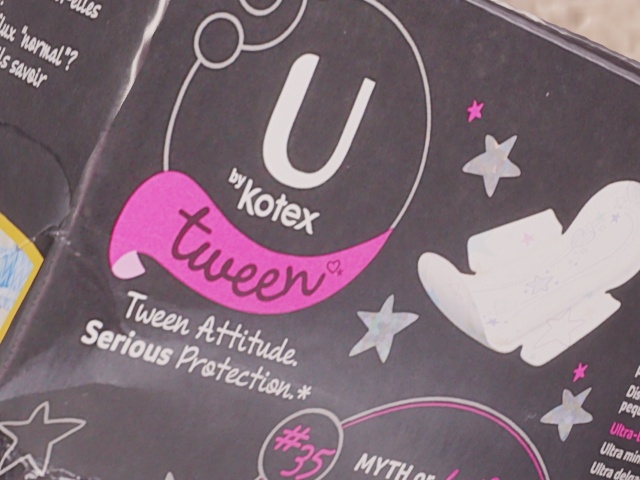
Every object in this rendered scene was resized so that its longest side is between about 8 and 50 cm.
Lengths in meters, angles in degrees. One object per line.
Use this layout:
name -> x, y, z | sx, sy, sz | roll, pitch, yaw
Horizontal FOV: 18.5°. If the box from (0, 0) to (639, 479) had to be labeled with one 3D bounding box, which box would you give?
box -> 0.000, 0.000, 0.488 | 0.247, 0.163, 0.142 | 20, 96, -40
